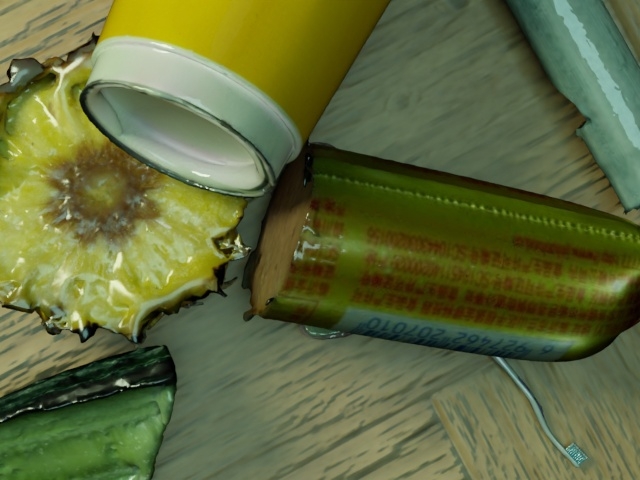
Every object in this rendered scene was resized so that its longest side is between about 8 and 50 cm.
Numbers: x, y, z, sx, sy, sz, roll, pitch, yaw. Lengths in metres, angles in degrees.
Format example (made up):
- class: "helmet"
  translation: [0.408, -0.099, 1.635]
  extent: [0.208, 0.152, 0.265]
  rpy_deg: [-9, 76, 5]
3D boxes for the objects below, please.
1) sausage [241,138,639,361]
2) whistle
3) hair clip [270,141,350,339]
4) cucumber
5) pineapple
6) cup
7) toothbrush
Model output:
- class: "sausage"
  translation: [0.114, 0.014, 1.034]
  extent: [0.317, 0.117, 0.125]
  rpy_deg: [10, 115, -16]
- class: "whistle"
  translation: [0.163, -0.166, 1.080]
  extent: [0.062, 0.062, 0.312]
  rpy_deg: [-30, 92, -6]
- class: "hair clip"
  translation: [0.000, 0.000, 1.078]
  extent: [0.054, 0.022, 0.137]
  rpy_deg: [-12, 92, -5]
- class: "cucumber"
  translation: [-0.179, 0.130, 1.029]
  extent: [0.193, 0.085, 0.115]
  rpy_deg: [-18, 133, -2]
- class: "pineapple"
  translation: [-0.144, -0.030, 1.035]
  extent: [0.225, 0.076, 0.224]
  rpy_deg: [1, 80, -8]
- class: "cup"
  translation: [-0.034, -0.178, 0.972]
  extent: [0.196, 0.196, 0.279]
  rpy_deg: [27, 71, -4]
- class: "toothbrush"
  translation: [0.144, 0.108, 1.095]
  extent: [0.013, 0.011, 0.131]
  rpy_deg: [-39, 93, 7]
